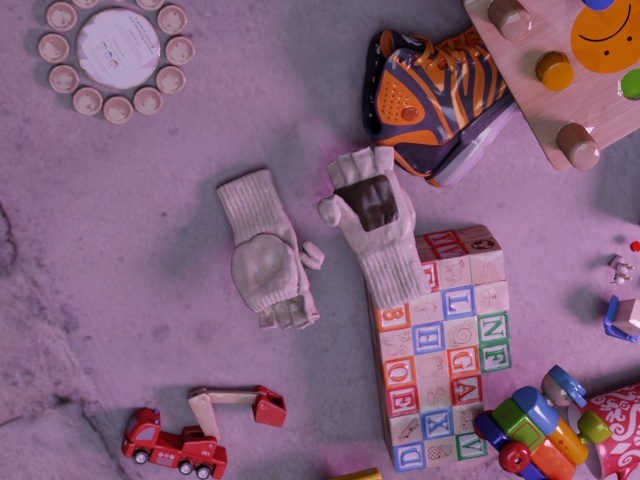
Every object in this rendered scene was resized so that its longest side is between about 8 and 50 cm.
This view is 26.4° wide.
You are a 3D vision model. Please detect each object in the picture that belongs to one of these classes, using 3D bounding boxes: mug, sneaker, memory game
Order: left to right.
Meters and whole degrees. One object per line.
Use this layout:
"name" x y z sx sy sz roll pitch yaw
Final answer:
"memory game" -0.241 -0.228 1.615 0.186 0.012 0.186 -3 111 -8
"sneaker" 0.171 -0.224 1.622 0.180 0.124 0.321 33 103 -20
"mug" 0.444 0.263 1.868 0.169 0.113 0.150 -20 102 -5

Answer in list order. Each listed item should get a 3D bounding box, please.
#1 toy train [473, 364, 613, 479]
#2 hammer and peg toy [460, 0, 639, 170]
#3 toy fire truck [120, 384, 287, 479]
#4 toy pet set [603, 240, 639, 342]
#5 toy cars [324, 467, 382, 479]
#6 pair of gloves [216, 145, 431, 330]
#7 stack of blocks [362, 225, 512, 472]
"toy train" 0.324 0.280 1.775 0.143 0.105 0.248 -43 117 3
"hammer and peg toy" 0.358 -0.265 1.487 0.361 0.127 0.266 -31 119 8
"toy fire truck" -0.154 0.244 1.798 0.192 0.047 0.135 17 108 -14
"toy pet set" 0.428 0.078 1.831 0.122 0.065 0.114 31 69 -22
"toy cars" 0.135 0.431 1.903 0.393 0.087 0.176 32 108 -23
"pair of gloves" 0.000 0.000 1.671 0.240 0.042 0.204 -12 91 11
"stack of blocks" 0.158 0.144 1.785 0.171 0.087 0.297 -9 113 -5
